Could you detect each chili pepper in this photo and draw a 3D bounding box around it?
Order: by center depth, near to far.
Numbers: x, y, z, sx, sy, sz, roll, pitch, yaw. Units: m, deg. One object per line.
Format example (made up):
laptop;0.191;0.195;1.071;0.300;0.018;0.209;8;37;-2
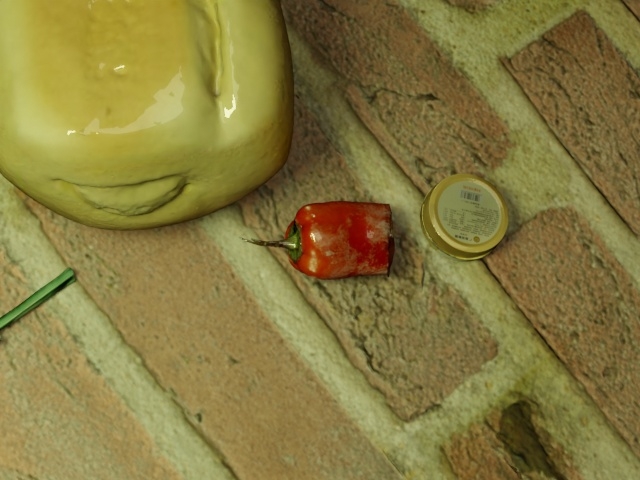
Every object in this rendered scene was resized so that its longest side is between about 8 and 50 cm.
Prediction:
chili pepper;0.000;0.000;1.743;0.192;0.084;0.086;0;38;-18

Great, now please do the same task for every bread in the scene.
bread;-0.215;-0.203;1.661;0.348;0.253;0.376;-9;72;-13

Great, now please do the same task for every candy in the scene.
candy;-0.365;0.104;1.619;0.077;0.073;0.262;37;56;24

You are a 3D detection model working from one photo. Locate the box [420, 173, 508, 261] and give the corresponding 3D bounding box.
box;0.173;-0.028;1.824;0.106;0.037;0.105;5;69;-13
